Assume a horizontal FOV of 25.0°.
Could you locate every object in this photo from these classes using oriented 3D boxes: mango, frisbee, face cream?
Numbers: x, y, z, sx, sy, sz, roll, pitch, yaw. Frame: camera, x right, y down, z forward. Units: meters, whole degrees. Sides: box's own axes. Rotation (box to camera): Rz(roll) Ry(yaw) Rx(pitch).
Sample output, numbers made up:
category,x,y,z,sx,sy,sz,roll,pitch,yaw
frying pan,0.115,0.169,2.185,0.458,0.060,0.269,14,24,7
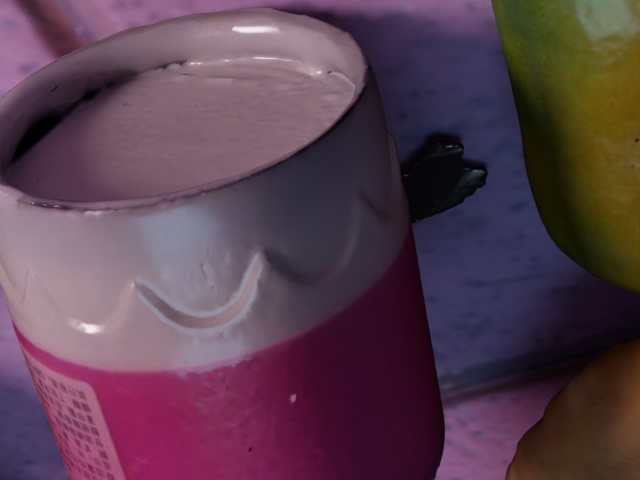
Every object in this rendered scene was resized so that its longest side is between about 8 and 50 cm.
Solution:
category,x,y,z,sx,sy,sz,roll,pitch,yaw
mango,0.152,-0.064,0.619,0.137,0.091,0.237,-16,135,4
frisbee,0.000,0.000,0.733,0.187,0.012,0.211,-23,131,19
face cream,-0.043,0.022,0.620,0.175,0.175,0.195,-9,122,7

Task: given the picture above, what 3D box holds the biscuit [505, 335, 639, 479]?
category,x,y,z,sx,sy,sz,roll,pitch,yaw
biscuit,0.318,0.139,0.793,0.446,0.104,0.429,-9,145,5
